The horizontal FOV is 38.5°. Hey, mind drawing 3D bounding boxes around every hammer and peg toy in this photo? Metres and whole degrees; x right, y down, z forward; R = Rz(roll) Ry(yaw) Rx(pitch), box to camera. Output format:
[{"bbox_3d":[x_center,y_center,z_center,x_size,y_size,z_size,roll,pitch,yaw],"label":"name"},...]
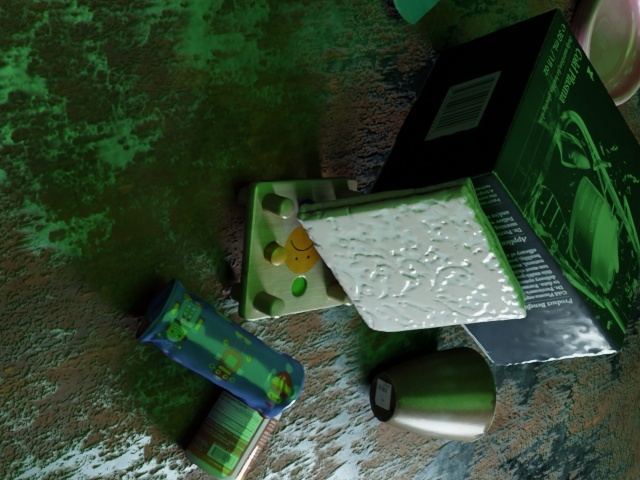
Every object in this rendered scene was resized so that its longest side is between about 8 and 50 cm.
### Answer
[{"bbox_3d":[0.000,0.000,1.724,0.361,0.127,0.266,-7,108,-42],"label":"hammer and peg toy"}]

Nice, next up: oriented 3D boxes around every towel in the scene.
[{"bbox_3d":[0.164,0.035,1.598,0.332,0.317,0.053,57,36,-38],"label":"towel"}]

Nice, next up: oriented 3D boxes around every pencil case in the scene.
[{"bbox_3d":[-0.169,0.189,1.575,0.306,0.133,0.119,36,92,-21],"label":"pencil case"}]

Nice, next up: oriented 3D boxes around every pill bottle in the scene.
[{"bbox_3d":[-0.148,0.337,1.708,0.121,0.121,0.216,43,74,-44],"label":"pill bottle"}]

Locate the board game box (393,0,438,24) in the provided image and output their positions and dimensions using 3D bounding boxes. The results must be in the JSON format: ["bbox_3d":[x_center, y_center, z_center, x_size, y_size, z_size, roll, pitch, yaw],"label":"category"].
[{"bbox_3d":[0.179,-0.506,1.777,0.168,0.033,0.133,-47,127,-28],"label":"board game box"}]

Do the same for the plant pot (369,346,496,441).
[{"bbox_3d":[0.233,0.344,2.040,0.230,0.215,0.215,4,103,-30],"label":"plant pot"}]

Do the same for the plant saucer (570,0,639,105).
[{"bbox_3d":[0.714,-0.500,2.253,0.332,0.084,0.332,-17,116,-38],"label":"plant saucer"}]

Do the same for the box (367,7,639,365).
[{"bbox_3d":[0.395,-0.094,1.780,0.472,0.297,0.480,50,49,-28],"label":"box"}]
